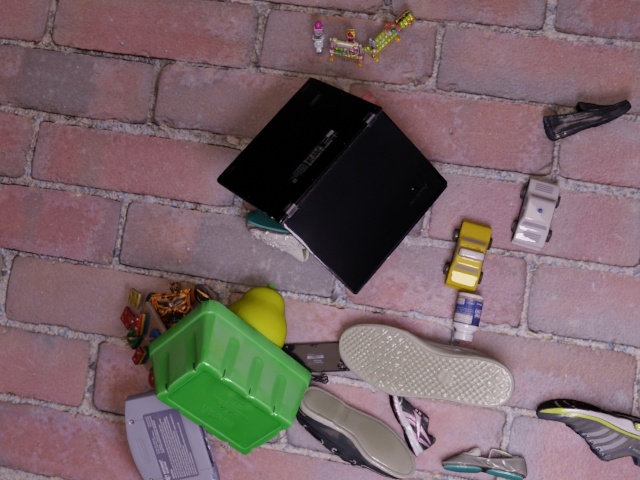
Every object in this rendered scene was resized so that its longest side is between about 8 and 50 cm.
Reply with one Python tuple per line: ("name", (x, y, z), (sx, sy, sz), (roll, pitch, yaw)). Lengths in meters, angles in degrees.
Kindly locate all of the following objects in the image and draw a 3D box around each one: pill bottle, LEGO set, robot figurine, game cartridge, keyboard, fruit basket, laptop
("pill bottle", (0.380, 0.198, 1.695), (0.067, 0.067, 0.120), (12, 86, 6))
("LEGO set", (0.121, -0.554, 1.771), (0.287, 0.107, 0.132), (-9, 84, 4))
("robot figurine", (-0.373, 0.254, 1.749), (0.211, 0.085, 0.290), (-10, 84, 3))
("game cartridge", (-0.393, 0.523, 1.701), (0.196, 0.060, 0.294), (-13, 102, 1))
("keyboard", (-0.012, 0.327, 1.742), (0.180, 0.023, 0.108), (-4, 78, 6))
("fruit basket", (-0.209, 0.285, 1.647), (0.283, 0.392, 0.392), (-38, 82, 21))
("laptop", (0.030, -0.151, 1.672), (0.408, 0.236, 0.382), (33, 77, 36))

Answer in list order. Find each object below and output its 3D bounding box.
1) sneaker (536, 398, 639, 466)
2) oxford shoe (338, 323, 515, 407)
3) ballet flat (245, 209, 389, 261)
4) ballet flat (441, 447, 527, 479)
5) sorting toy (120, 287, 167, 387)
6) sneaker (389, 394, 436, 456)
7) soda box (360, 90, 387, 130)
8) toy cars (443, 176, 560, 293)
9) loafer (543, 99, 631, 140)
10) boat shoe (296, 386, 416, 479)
("sneaker", (0.684, 0.478, 1.623), (0.300, 0.111, 0.121), (15, 90, 8))
("oxford shoe", (0.264, 0.320, 1.670), (0.450, 0.130, 0.169), (11, 90, 17))
("ballet flat", (0.000, 0.000, 1.724), (0.409, 0.147, 0.146), (2, 85, 6))
("ballet flat", (0.416, 0.562, 1.666), (0.213, 0.072, 0.068), (7, 58, 5))
("sorting toy", (-0.466, 0.245, 1.708), (0.274, 0.046, 0.132), (50, 120, 31))
("sneaker", (0.239, 0.459, 1.691), (0.077, 0.072, 0.178), (-23, 91, -9))
("soda box", (0.171, -0.262, 1.751), (0.092, 0.083, 0.263), (-35, 83, 1))
("toy cars", (0.475, -0.017, 1.697), (0.394, 0.087, 0.176), (-33, 83, 1))
("loafer", (0.696, -0.329, 1.713), (0.223, 0.076, 0.078), (-19, 91, 7))
("boat shoe", (0.078, 0.512, 1.675), (0.340, 0.127, 0.113), (29, 127, 5))
